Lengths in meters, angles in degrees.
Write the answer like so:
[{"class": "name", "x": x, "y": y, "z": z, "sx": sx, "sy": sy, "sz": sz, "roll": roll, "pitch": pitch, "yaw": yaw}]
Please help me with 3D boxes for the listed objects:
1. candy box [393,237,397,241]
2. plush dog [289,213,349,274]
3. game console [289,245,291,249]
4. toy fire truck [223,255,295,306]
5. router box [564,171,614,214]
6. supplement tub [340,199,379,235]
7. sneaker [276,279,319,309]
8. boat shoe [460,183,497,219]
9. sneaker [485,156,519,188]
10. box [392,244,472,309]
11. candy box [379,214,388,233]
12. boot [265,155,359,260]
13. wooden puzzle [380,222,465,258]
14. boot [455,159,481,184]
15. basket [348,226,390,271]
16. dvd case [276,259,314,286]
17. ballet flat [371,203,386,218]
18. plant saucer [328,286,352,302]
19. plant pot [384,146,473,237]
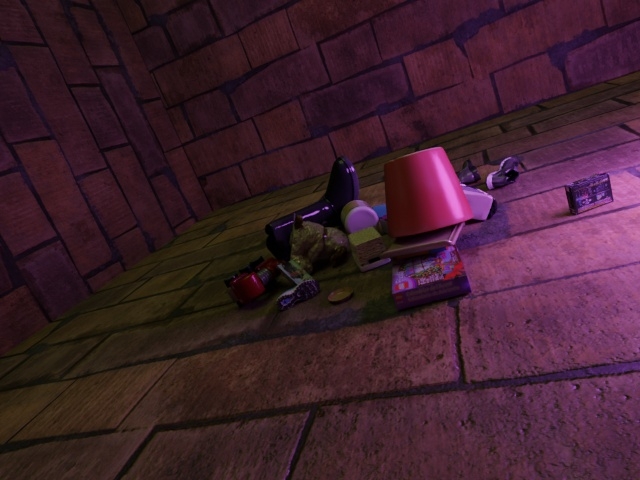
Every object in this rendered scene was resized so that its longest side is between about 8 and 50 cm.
[{"class": "candy box", "x": 0.360, "y": -0.013, "z": 1.595, "sx": 0.187, "sy": 0.053, "sz": 0.109, "roll": -21, "pitch": 16, "yaw": 5}, {"class": "plush dog", "x": 0.000, "y": 0.000, "z": 1.772, "sx": 0.225, "sy": 0.210, "sz": 0.262, "roll": 6, "pitch": 33, "yaw": -8}, {"class": "game console", "x": -0.067, "y": 0.044, "z": 1.929, "sx": 0.071, "sy": 0.107, "sz": 0.122, "roll": -51, "pitch": 17, "yaw": 0}, {"class": "toy fire truck", "x": -0.194, "y": 0.149, "z": 1.657, "sx": 0.246, "sy": 0.158, "sz": 0.217, "roll": -20, "pitch": 12, "yaw": 46}, {"class": "router box", "x": 0.813, "y": -0.143, "z": 1.368, "sx": 0.122, "sy": 0.092, "sz": 0.038, "roll": -20, "pitch": 16, "yaw": 3}, {"class": "supplement tub", "x": 0.164, "y": -0.093, "z": 1.935, "sx": 0.144, "sy": 0.144, "sz": 0.199, "roll": -21, "pitch": 16, "yaw": 2}, {"class": "sneaker", "x": -0.081, "y": 0.174, "z": 1.535, "sx": 0.162, "sy": 0.063, "sz": 0.073, "roll": -24, "pitch": 13, "yaw": -9}, {"class": "boat shoe", "x": 0.460, "y": -0.158, "z": 1.661, "sx": 0.341, "sy": 0.127, "sz": 0.158, "roll": 16, "pitch": 17, "yaw": 5}, {"class": "sneaker", "x": 0.792, "y": -0.283, "z": 1.888, "sx": 0.234, "sy": 0.078, "sz": 0.106, "roll": -37, "pitch": 24, "yaw": -32}, {"class": "box", "x": 0.312, "y": 0.089, "z": 1.314, "sx": 0.201, "sy": 0.057, "sz": 0.293, "roll": -17, "pitch": 16, "yaw": 14}, {"class": "candy box", "x": 0.349, "y": -0.075, "z": 1.774, "sx": 0.159, "sy": 0.071, "sz": 0.233, "roll": -24, "pitch": 17, "yaw": -11}, {"class": "boot", "x": -0.046, "y": -0.142, "z": 2.013, "sx": 0.445, "sy": 0.367, "sz": 0.146, "roll": -24, "pitch": 42, "yaw": -19}, {"class": "wooden puzzle", "x": 0.324, "y": 0.005, "z": 1.404, "sx": 0.221, "sy": 0.044, "sz": 0.239, "roll": -13, "pitch": 9, "yaw": 30}, {"class": "boot", "x": 0.651, "y": -0.305, "z": 2.133, "sx": 0.161, "sy": 0.083, "sz": 0.246, "roll": -23, "pitch": 14, "yaw": 16}, {"class": "basket", "x": 0.168, "y": 0.027, "z": 1.618, "sx": 0.113, "sy": 0.103, "sz": 0.167, "roll": -21, "pitch": 15, "yaw": -1}, {"class": "dvd case", "x": -0.090, "y": 0.120, "z": 1.631, "sx": 0.119, "sy": 0.013, "sz": 0.087, "roll": 42, "pitch": 35, "yaw": 25}, {"class": "ballet flat", "x": 0.237, "y": -0.120, "z": 2.078, "sx": 0.206, "sy": 0.073, "sz": 0.067, "roll": -16, "pitch": 2, "yaw": 6}, {"class": "plant saucer", "x": 0.065, "y": 0.175, "z": 1.427, "sx": 0.083, "sy": 0.015, "sz": 0.083, "roll": -20, "pitch": 16, "yaw": 6}, {"class": "plant pot", "x": 0.327, "y": -0.157, "z": 1.461, "sx": 0.275, "sy": 0.243, "sz": 0.275, "roll": -15, "pitch": 2, "yaw": 1}]
